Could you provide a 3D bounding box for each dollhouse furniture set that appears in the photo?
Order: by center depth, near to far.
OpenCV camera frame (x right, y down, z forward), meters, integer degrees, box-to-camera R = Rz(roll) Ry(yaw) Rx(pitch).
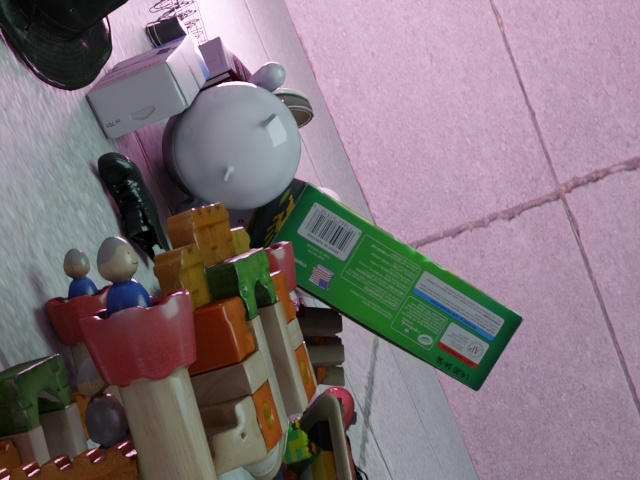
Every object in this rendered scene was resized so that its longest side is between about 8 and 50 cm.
[{"bbox_3d":[-0.028,0.238,1.834,0.259,0.135,0.262,-93,-178,-53],"label":"dollhouse furniture set"}]

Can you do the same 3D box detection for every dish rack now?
[{"bbox_3d":[-0.290,-0.466,2.013,0.208,0.074,0.272,45,25,-66],"label":"dish rack"}]

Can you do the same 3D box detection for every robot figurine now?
[{"bbox_3d":[-0.147,-0.152,1.651,0.199,0.300,0.353,25,-1,-15],"label":"robot figurine"}]

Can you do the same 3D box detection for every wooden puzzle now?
[{"bbox_3d":[-0.007,0.398,1.651,0.221,0.044,0.239,122,-39,-47],"label":"wooden puzzle"}]

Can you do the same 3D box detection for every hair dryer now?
[{"bbox_3d":[0.053,0.408,2.075,0.293,0.080,0.224,50,24,-58],"label":"hair dryer"}]

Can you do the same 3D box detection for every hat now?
[{"bbox_3d":[-0.337,-0.376,1.374,0.331,0.134,0.331,-13,90,-70],"label":"hat"}]

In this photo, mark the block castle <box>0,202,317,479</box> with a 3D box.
[{"bbox_3d":[-0.190,0.098,0.955,0.453,0.303,0.213,-28,104,-78],"label":"block castle"}]

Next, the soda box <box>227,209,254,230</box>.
[{"bbox_3d":[-0.161,-0.103,1.916,0.216,0.074,0.069,-91,-158,-56],"label":"soda box"}]

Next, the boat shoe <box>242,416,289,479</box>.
[{"bbox_3d":[-0.091,0.209,1.512,0.098,0.109,0.302,65,17,-47],"label":"boat shoe"}]

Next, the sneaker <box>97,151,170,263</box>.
[{"bbox_3d":[-0.264,-0.043,1.457,0.170,0.051,0.089,62,9,-47],"label":"sneaker"}]

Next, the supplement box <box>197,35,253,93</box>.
[{"bbox_3d":[-0.199,-0.293,1.980,0.239,0.130,0.073,44,27,-67],"label":"supplement box"}]

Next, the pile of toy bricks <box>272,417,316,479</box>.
[{"bbox_3d":[-0.059,0.335,1.622,0.118,0.105,0.212,46,27,-63],"label":"pile of toy bricks"}]

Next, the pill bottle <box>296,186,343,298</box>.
[{"bbox_3d":[0.000,0.000,2.341,0.265,0.153,0.153,-95,161,-54],"label":"pill bottle"}]

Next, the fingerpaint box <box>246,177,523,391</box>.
[{"bbox_3d":[0.086,0.064,1.839,0.444,0.163,0.371,32,0,-14],"label":"fingerpaint box"}]

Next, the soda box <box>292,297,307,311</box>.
[{"bbox_3d":[-0.044,0.202,2.027,0.053,0.060,0.169,53,21,-51],"label":"soda box"}]

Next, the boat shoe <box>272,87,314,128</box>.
[{"bbox_3d":[-0.124,-0.225,1.963,0.305,0.109,0.091,-12,55,-43],"label":"boat shoe"}]

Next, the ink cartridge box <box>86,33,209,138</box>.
[{"bbox_3d":[-0.262,-0.241,1.576,0.191,0.139,0.082,-80,149,-67],"label":"ink cartridge box"}]
